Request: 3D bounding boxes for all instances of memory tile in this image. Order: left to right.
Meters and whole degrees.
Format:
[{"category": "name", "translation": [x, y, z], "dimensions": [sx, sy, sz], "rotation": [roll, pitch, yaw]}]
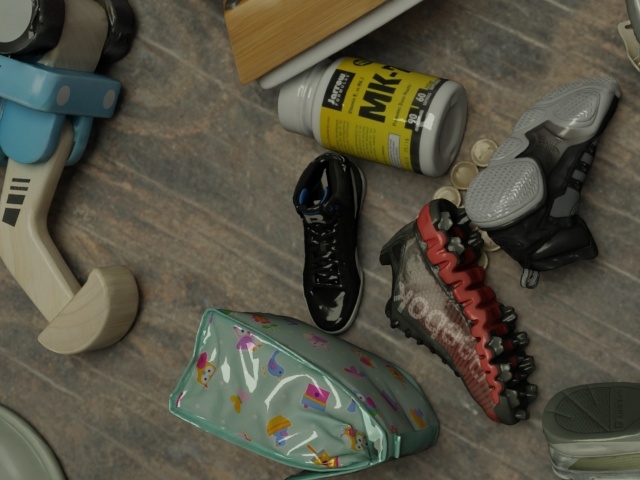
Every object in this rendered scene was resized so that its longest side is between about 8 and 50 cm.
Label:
[{"category": "memory tile", "translation": [0.191, -0.041, 1.820], "dimensions": [0.113, 0.012, 0.148], "rotation": [40, 95, 21]}]

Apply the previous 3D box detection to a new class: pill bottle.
[{"category": "pill bottle", "translation": [0.062, -0.156, 1.829], "dimensions": [0.208, 0.119, 0.119], "rotation": [16, 86, 21]}]

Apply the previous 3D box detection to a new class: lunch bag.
[{"category": "lunch bag", "translation": [-0.005, 0.190, 1.734], "dimensions": [0.262, 0.223, 0.160], "rotation": [24, 94, 20]}]

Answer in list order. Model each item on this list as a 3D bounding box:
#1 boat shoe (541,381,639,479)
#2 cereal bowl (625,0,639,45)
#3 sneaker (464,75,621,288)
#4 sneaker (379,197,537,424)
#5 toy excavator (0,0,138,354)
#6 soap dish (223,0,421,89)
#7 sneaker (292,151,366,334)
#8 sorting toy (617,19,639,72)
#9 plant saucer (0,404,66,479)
[{"category": "boat shoe", "translation": [0.407, 0.221, 1.655], "dimensions": [0.320, 0.103, 0.118], "rotation": [-3, 39, 15]}, {"category": "cereal bowl", "translation": [0.494, -0.278, 1.665], "dimensions": [0.339, 0.141, 0.339], "rotation": [0, 77, 1]}, {"category": "sneaker", "translation": [0.278, -0.065, 1.749], "dimensions": [0.101, 0.153, 0.268], "rotation": [4, 43, 49]}, {"category": "sneaker", "translation": [0.153, 0.096, 1.765], "dimensions": [0.135, 0.097, 0.276], "rotation": [-28, 80, 26]}, {"category": "toy excavator", "translation": [-0.384, -0.124, 1.959], "dimensions": [0.433, 0.222, 0.445], "rotation": [22, 102, 21]}, {"category": "soap dish", "translation": [0.008, -0.328, 1.827], "dimensions": [0.290, 0.118, 0.229], "rotation": [-30, 29, 13]}, {"category": "sneaker", "translation": [0.000, 0.000, 1.821], "dimensions": [0.079, 0.121, 0.217], "rotation": [0, 80, 20]}, {"category": "sorting toy", "translation": [0.390, -0.243, 1.774], "dimensions": [0.083, 0.045, 0.075], "rotation": [-38, 63, 9]}, {"category": "plant saucer", "translation": [-0.511, 0.392, 1.942], "dimensions": [0.400, 0.100, 0.401], "rotation": [-4, 78, 19]}]
